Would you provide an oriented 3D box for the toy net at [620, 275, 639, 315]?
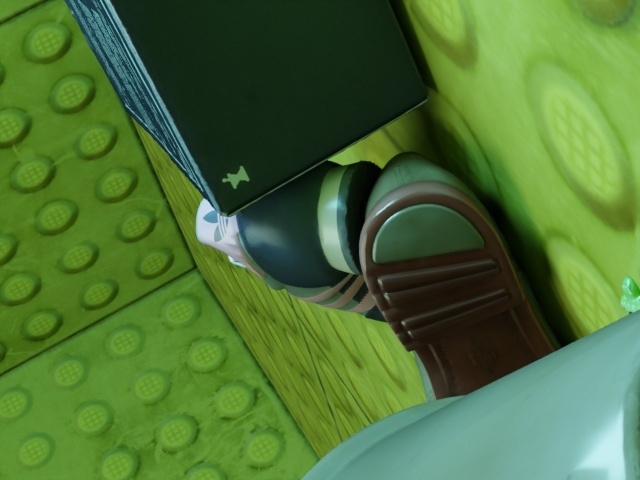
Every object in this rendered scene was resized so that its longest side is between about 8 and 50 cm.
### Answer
[{"bbox_3d":[0.220,0.135,0.793,0.232,0.045,0.122,64,170,-22],"label":"toy net"}]

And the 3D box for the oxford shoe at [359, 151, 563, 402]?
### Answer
[{"bbox_3d":[0.128,0.088,1.028,0.130,0.123,0.348,-88,-21,-64],"label":"oxford shoe"}]

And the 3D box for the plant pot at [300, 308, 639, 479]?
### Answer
[{"bbox_3d":[0.136,0.163,0.563,0.323,0.323,0.280,57,146,22],"label":"plant pot"}]

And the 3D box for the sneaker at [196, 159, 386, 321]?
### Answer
[{"bbox_3d":[0.000,0.000,1.124,0.319,0.131,0.112,46,-135,-71],"label":"sneaker"}]

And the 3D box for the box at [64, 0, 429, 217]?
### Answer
[{"bbox_3d":[-0.097,-0.216,1.016,0.296,0.183,0.294,64,172,-27],"label":"box"}]
